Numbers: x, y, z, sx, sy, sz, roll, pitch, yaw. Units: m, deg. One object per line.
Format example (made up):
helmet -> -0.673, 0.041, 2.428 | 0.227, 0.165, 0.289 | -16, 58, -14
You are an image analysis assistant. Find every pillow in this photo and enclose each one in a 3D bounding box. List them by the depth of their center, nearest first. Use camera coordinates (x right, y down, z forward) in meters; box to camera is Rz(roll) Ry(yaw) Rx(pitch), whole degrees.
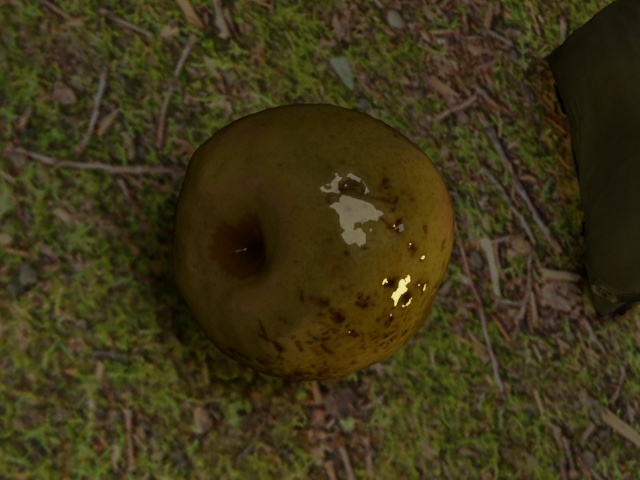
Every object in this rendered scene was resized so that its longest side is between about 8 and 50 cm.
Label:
pillow -> 0.231, -0.074, 1.065 | 0.050, 0.148, 0.229 | 7, 64, -36

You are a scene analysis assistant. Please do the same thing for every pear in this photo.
pear -> 0.000, 0.000, 0.874 | 0.178, 0.178, 0.178 | 15, 59, -27
